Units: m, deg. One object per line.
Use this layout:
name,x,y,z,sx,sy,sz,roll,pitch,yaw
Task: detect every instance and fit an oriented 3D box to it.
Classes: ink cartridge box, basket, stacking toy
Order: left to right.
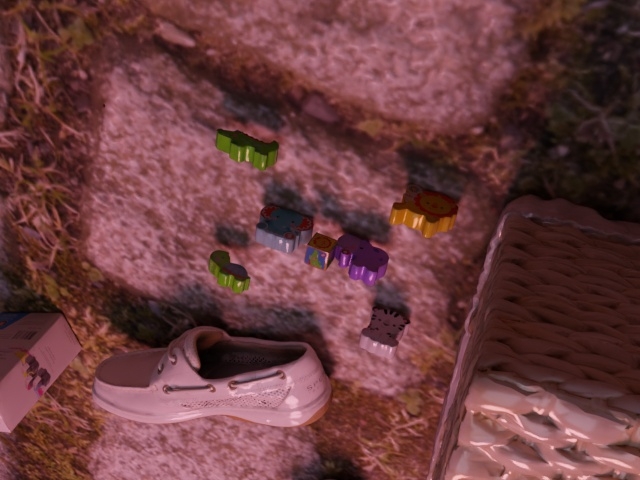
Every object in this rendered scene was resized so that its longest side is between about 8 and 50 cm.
ink cartridge box,-0.380,0.163,0.984,0.104,0.181,0.061,-2,123,27
stacking toy,0.000,0.000,0.772,0.221,0.052,0.167,22,129,12
basket,0.238,0.189,0.617,0.331,0.266,0.328,17,117,13

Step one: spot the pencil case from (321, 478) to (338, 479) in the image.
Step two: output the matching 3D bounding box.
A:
pencil case,0.064,0.412,1.007,0.124,0.113,0.273,-36,106,20

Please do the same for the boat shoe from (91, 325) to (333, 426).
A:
boat shoe,-0.126,0.134,0.903,0.277,0.098,0.096,-2,123,16
